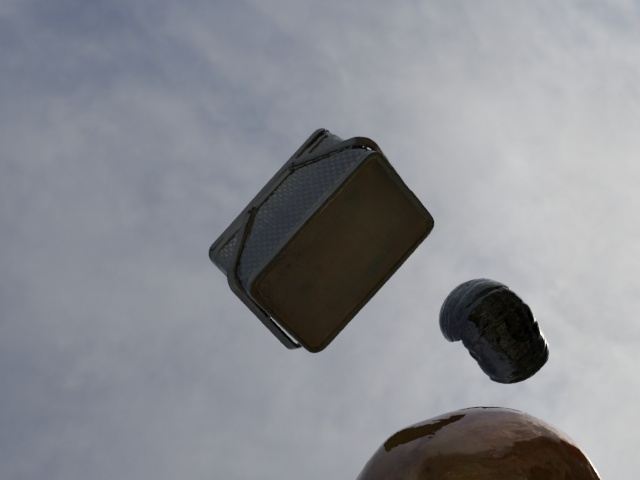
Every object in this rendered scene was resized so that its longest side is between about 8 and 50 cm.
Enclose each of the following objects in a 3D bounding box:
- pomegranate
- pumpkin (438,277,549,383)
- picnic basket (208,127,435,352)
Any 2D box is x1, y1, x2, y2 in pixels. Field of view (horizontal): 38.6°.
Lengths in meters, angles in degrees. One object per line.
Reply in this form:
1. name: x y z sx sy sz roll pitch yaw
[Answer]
1. pomegranate: 0.148 0.275 0.782 0.229 0.270 0.252 6 -82 -36
2. pumpkin: 0.248 0.118 1.356 0.119 0.183 0.107 -42 -46 -10
3. picnic basket: 0.000 0.000 1.193 0.266 0.139 0.165 -48 -56 -6
